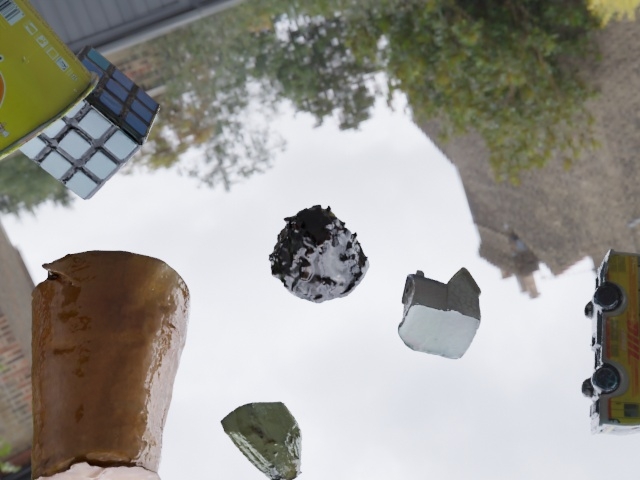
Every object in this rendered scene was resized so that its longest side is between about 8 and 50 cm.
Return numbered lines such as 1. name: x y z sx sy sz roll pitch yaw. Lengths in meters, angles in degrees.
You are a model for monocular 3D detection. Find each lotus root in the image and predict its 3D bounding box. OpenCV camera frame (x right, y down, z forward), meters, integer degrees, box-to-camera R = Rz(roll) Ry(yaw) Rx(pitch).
1. lotus root: -0.075 0.332 1.544 0.070 0.144 0.143 -42 161 17

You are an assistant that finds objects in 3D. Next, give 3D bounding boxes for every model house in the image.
1. model house: 0.157 0.090 1.259 0.100 0.088 0.100 15 -141 -7

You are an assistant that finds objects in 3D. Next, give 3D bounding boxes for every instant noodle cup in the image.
1. instant noodle cup: -0.461 -0.230 1.251 0.264 0.200 0.264 -27 -154 14

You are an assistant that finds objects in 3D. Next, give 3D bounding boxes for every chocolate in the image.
1. chocolate: 0.000 0.000 1.375 0.156 0.133 0.156 2 -129 -3

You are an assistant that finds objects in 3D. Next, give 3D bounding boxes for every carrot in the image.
1. carrot: -0.241 0.162 1.051 0.196 0.196 0.254 -16 -132 9

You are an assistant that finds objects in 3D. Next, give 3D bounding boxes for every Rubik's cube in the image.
1. Rubik's cube: -0.380 -0.194 1.523 0.163 0.160 0.162 -40 -158 24

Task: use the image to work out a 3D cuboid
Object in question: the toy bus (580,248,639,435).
1. toy bus: 0.442 0.151 1.358 0.106 0.092 0.268 5 -110 8
